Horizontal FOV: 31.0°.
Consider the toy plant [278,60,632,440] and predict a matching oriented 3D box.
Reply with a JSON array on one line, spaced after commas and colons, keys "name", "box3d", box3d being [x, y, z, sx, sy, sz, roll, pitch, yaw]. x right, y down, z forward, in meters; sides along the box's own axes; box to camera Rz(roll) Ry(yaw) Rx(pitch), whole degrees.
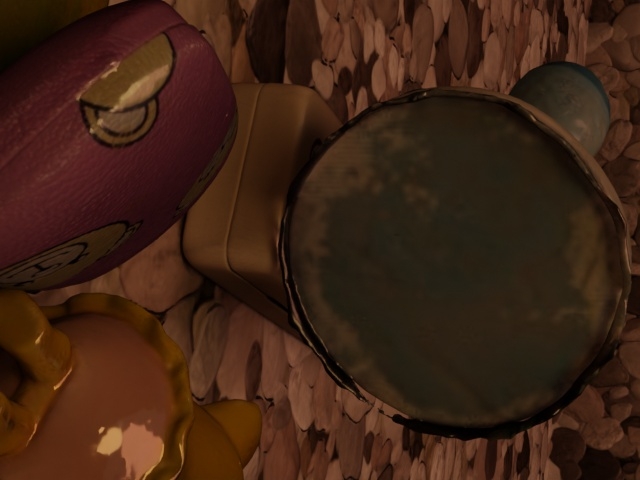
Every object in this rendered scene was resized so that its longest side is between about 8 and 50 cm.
[{"name": "toy plant", "box3d": [0.127, -0.017, 0.866, 0.332, 0.247, 0.247, -39, 131, -67]}]

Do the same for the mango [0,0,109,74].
[{"name": "mango", "box3d": [-0.142, -0.119, 0.524, 0.191, 0.085, 0.122, -55, 143, -48]}]

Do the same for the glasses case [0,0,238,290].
[{"name": "glasses case", "box3d": [-0.095, -0.036, 0.520, 0.123, 0.076, 0.316, -44, -178, -2]}]

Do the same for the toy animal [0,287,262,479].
[{"name": "toy animal", "box3d": [-0.112, 0.111, 0.589, 0.230, 0.156, 0.156, 55, 44, -54]}]

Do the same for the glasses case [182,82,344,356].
[{"name": "glasses case", "box3d": [0.000, 0.000, 0.936, 0.336, 0.076, 0.144, 41, 57, -65]}]
